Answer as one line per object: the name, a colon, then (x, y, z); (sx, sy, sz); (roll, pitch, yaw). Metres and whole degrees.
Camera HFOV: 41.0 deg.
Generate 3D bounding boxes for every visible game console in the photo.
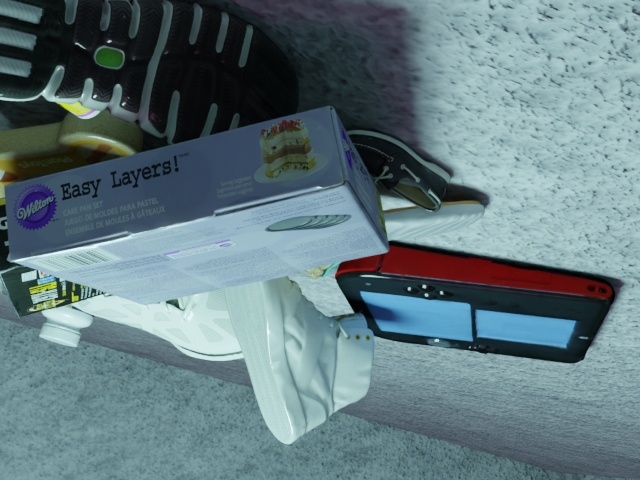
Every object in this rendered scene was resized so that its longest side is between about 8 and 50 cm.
game console: (0.210, 0.102, 1.195); (0.342, 0.060, 0.386); (10, 164, 14)

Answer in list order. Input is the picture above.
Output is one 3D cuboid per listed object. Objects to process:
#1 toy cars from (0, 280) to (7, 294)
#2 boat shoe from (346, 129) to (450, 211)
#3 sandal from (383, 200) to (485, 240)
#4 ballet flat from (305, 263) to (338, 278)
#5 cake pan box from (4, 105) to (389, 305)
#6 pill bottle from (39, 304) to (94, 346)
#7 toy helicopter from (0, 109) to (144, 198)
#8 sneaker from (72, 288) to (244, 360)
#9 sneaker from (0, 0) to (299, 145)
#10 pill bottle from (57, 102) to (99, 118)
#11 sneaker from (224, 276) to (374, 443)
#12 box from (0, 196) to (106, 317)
toy cars: (-0.745, 0.035, 1.744); (0.177, 0.087, 0.394); (9, 167, 36)
boat shoe: (0.069, -0.064, 0.792); (0.125, 0.038, 0.046); (26, 160, -35)
sandal: (0.032, -0.034, 0.882); (0.265, 0.076, 0.102); (-8, 169, 1)
ballet flat: (0.000, 0.000, 1.019); (0.067, 0.073, 0.206); (30, 159, -3)
cake pan box: (-0.087, -0.013, 0.711); (0.267, 0.070, 0.246); (-13, 164, 10)
pill bottle: (-0.448, 0.102, 1.549); (0.094, 0.169, 0.094); (13, 164, 4)
toy helicopter: (-0.331, -0.079, 0.925); (0.355, 0.140, 0.235); (-4, 154, 27)
sneaker: (-0.273, 0.069, 1.247); (0.448, 0.169, 0.257); (6, 171, 33)
sneaker: (-0.160, -0.149, 0.649); (0.281, 0.106, 0.162); (12, -166, -38)
pill bottle: (-0.230, -0.146, 0.762); (0.043, 0.043, 0.083); (4, 160, 33)
sneaker: (-0.022, 0.106, 1.151); (0.169, 0.292, 0.108); (-23, -161, -31)
box: (-0.235, 0.000, 0.980); (0.257, 0.079, 0.322); (-14, 172, -18)
